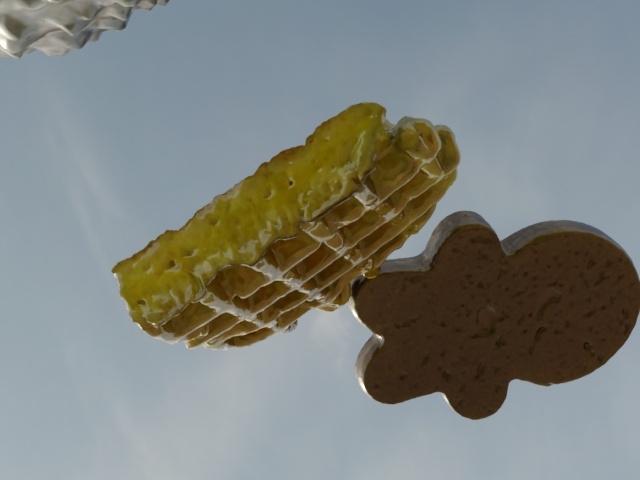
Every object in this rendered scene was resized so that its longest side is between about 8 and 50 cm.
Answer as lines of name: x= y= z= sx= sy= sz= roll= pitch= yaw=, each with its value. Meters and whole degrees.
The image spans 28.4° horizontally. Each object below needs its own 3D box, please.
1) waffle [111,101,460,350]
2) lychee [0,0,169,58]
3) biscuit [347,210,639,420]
waffle: x=0.000 y=-0.001 z=0.863 sx=0.229 sy=0.219 sz=0.057 roll=-33 pitch=-108 yaw=7
lychee: x=-0.126 y=-0.223 z=0.524 sx=0.300 sy=0.300 sz=0.300 roll=-6 pitch=-74 yaw=-19
biscuit: x=0.138 y=0.058 z=0.999 sx=0.236 sy=0.039 sz=0.180 roll=-7 pitch=-67 yaw=-6
